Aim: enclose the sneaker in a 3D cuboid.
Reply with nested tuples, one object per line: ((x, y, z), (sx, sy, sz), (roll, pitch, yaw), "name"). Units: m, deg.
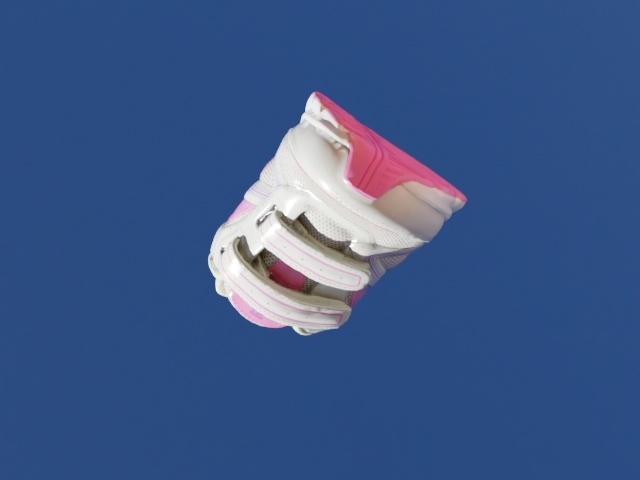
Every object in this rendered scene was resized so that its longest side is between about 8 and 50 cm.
((0.000, 0.000, 0.850), (0.103, 0.252, 0.111), (35, -102, -1), "sneaker")
